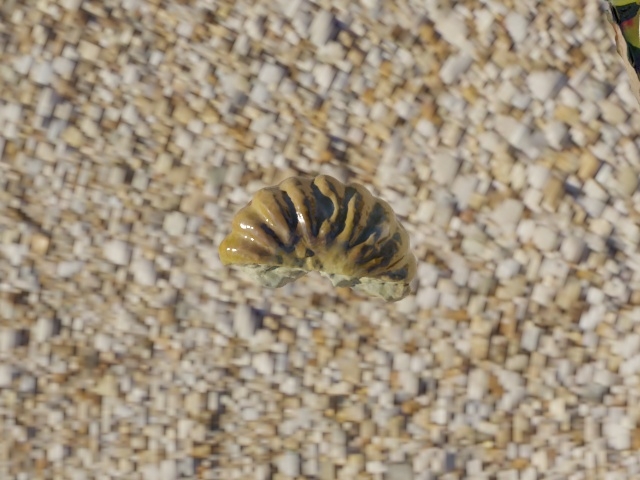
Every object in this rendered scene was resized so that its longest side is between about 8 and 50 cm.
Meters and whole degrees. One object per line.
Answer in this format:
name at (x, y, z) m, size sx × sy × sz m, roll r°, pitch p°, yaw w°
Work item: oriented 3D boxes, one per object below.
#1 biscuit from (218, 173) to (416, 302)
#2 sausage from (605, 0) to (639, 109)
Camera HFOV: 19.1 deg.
biscuit at (0.000, 0.000, 1.733) m, size 0.183 × 0.061 × 0.118 m, roll 10°, pitch 110°, yaw 1°
sausage at (0.353, -0.178, 1.136) m, size 0.372 × 0.082 × 0.082 m, roll -20°, pitch 78°, yaw 11°
